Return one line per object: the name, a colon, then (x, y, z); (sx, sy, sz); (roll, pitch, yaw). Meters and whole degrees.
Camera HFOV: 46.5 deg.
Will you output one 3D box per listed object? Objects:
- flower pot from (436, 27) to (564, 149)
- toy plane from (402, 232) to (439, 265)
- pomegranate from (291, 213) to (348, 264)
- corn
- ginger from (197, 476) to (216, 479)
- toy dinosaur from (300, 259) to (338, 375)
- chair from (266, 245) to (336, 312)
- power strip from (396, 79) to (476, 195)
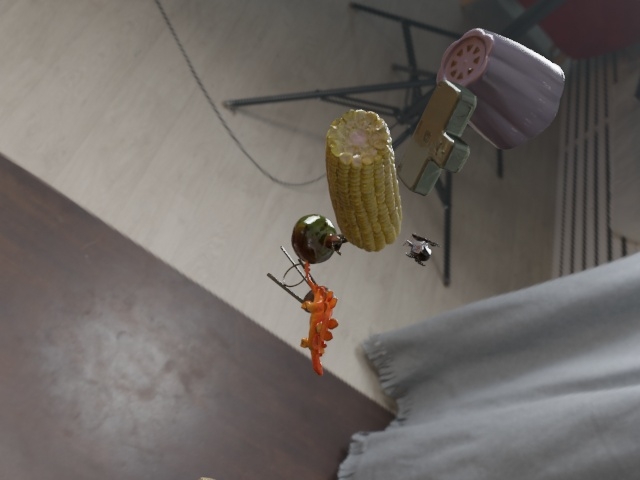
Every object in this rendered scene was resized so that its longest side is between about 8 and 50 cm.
flower pot: (0.437, -0.402, 1.883); (0.243, 0.265, 0.264); (27, 49, -33)
toy plane: (0.296, 0.024, 2.248); (0.053, 0.197, 0.078); (33, 92, -17)
pomegranate: (0.000, 0.006, 1.887); (0.159, 0.129, 0.129); (34, 36, 26)
corn: (0.057, -0.070, 0.981); (0.244, 0.094, 0.093); (72, 13, -59)
ginger: (-0.225, 0.623, 1.552); (0.130, 0.221, 0.275); (-34, 116, -40)
toy dinosaur: (-0.001, 0.174, 1.760); (0.071, 0.117, 0.288); (8, 69, -27)
chair: (-0.051, 0.122, 2.036); (0.095, 0.104, 0.221); (-46, 127, -5)
power strip: (0.278, -0.224, 1.720); (0.059, 0.264, 0.193); (16, 24, -24)
